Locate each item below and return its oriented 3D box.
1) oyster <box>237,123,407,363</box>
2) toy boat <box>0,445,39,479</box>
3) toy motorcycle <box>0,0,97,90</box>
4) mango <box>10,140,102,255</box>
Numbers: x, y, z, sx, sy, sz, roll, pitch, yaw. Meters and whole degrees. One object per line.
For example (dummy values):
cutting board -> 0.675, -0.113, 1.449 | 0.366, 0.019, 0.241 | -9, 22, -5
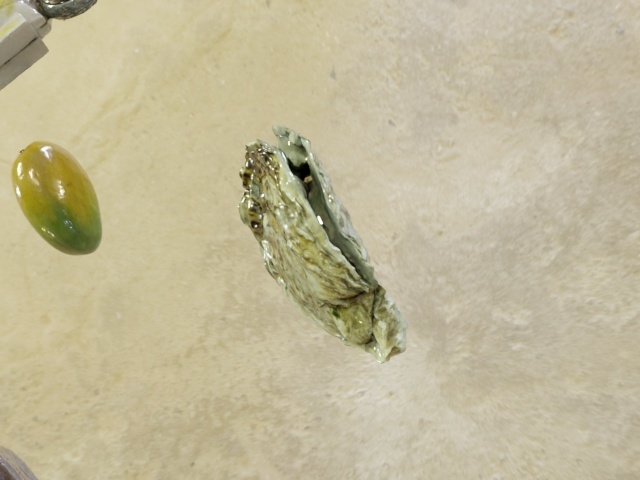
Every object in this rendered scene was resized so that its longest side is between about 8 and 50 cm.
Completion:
oyster -> 0.000, 0.000, 0.859 | 0.112, 0.198, 0.267 | -27, 107, -19
toy boat -> -0.359, 0.321, 0.772 | 0.111, 0.293, 0.276 | -12, 64, 4
toy motorcycle -> -0.495, -0.312, 1.134 | 0.341, 0.108, 0.223 | -44, 55, -12
mango -> -0.411, -0.063, 1.208 | 0.092, 0.130, 0.194 | -18, 112, 25
